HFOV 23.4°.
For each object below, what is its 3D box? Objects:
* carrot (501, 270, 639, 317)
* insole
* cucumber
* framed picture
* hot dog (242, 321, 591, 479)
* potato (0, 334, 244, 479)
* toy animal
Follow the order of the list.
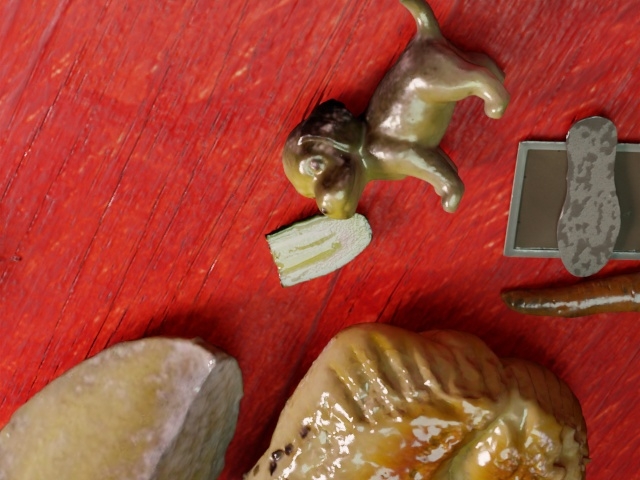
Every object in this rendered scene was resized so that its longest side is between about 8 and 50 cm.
[{"bbox_3d":[0.289,0.059,1.638,0.191,0.047,0.047,-7,124,8],"label":"carrot"},{"bbox_3d":[0.274,-0.043,1.574,0.065,0.006,0.193,-4,124,2],"label":"insole"},{"bbox_3d":[0.000,0.000,1.588,0.107,0.035,0.067,-18,112,3],"label":"cucumber"},{"bbox_3d":[0.285,-0.041,1.587,0.183,0.011,0.142,1,124,-3],"label":"framed picture"},{"bbox_3d":[0.102,0.255,1.675,0.367,0.196,0.365,19,123,-21],"label":"hot dog"},{"bbox_3d":[-0.212,0.210,1.690,0.189,0.211,0.264,27,86,23],"label":"potato"},{"bbox_3d":[0.078,-0.104,1.479,0.168,0.121,0.233,34,114,-10],"label":"toy animal"}]
